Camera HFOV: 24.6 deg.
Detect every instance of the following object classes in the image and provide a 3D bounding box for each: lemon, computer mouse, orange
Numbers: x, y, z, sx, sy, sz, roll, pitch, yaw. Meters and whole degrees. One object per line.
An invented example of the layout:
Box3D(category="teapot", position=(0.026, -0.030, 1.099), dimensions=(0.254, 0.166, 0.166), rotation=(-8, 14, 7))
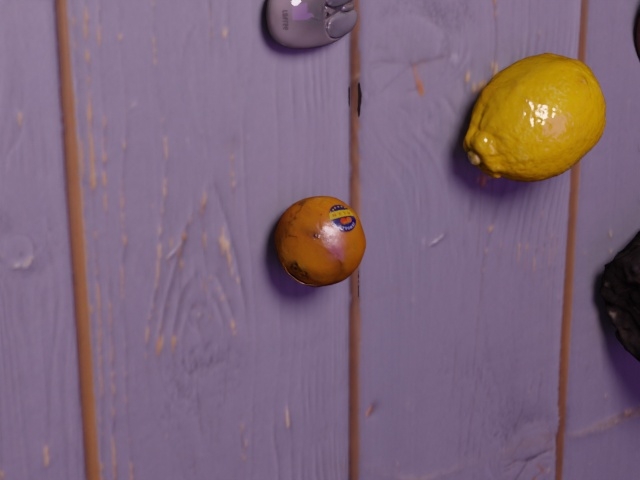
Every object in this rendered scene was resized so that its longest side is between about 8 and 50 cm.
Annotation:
Box3D(category="lemon", position=(0.202, -0.114, 1.392), dimensions=(0.155, 0.114, 0.114), rotation=(-29, 121, -21))
Box3D(category="computer mouse", position=(-0.003, -0.196, 1.257), dimensions=(0.096, 0.039, 0.066), rotation=(-14, 114, -33))
Box3D(category="orange", position=(-0.001, 0.000, 1.304), dimensions=(0.083, 0.083, 0.084), rotation=(-13, 113, -33))

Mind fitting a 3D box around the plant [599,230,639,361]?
Box3D(category="plant", position=(0.460, 0.006, 1.583), dimensions=(0.320, 0.181, 0.194), rotation=(-31, 116, -26))

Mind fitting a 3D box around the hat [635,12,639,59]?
Box3D(category="hat", position=(0.417, -0.244, 1.531), dimensions=(0.193, 0.082, 0.193), rotation=(-1, 133, -1))
